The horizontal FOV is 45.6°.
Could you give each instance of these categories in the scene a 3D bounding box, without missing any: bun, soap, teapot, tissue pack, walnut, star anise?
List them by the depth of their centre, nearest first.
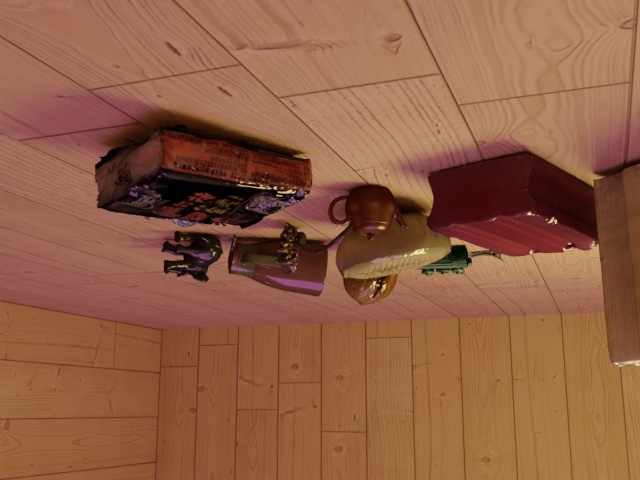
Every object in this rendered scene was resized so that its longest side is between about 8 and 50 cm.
[{"bbox_3d":[-0.204,-0.111,1.355,0.332,0.123,0.245,7,160,-42],"label":"tissue pack"},{"bbox_3d":[0.700,0.052,1.472,0.297,0.380,0.207,5,167,-33],"label":"tissue pack"},{"bbox_3d":[0.407,-0.058,1.555,0.233,0.128,0.359,-9,164,40],"label":"soap"},{"bbox_3d":[0.102,-0.054,1.621,0.173,0.116,0.116,3,167,-7],"label":"teapot"},{"bbox_3d":[0.163,0.002,1.777,0.287,0.146,0.287,-13,172,-2],"label":"bun"},{"bbox_3d":[0.000,0.000,1.879,0.227,0.218,0.148,10,-146,22],"label":"star anise"},{"bbox_3d":[0.138,0.092,2.110,0.155,0.184,0.155,15,175,1],"label":"walnut"}]

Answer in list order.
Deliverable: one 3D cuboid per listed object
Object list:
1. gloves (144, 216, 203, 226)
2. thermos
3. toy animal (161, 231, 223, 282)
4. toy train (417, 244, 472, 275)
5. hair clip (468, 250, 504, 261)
[{"bbox_3d":[-0.263,-0.077,1.591,0.229,0.097,0.119,-8,-164,16],"label":"gloves"},{"bbox_3d":[-0.120,0.063,2.087,0.265,0.146,0.176,9,172,-12],"label":"thermos"},{"bbox_3d":[-0.355,0.052,2.084,0.146,0.114,0.245,8,165,-29],"label":"toy animal"},{"bbox_3d":[0.353,0.056,2.219,0.170,0.071,0.111,-3,158,18],"label":"toy train"},{"bbox_3d":[0.489,0.047,2.237,0.115,0.039,0.030,-6,161,34],"label":"hair clip"}]
